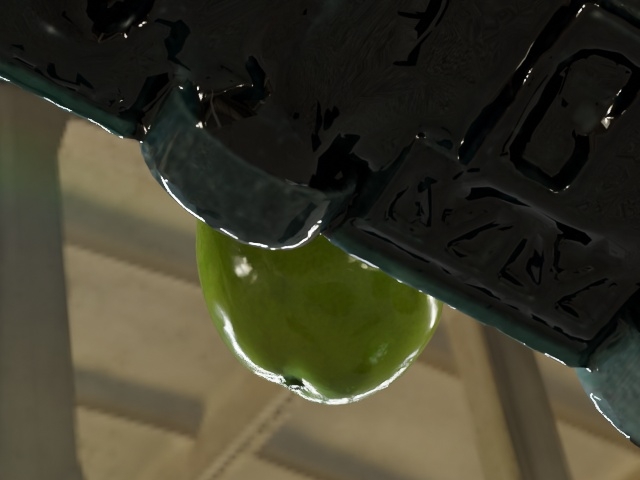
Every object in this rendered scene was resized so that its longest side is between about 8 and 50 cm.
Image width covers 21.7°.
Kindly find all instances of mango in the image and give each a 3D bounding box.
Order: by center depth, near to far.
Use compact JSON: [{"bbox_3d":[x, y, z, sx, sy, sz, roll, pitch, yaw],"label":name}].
[{"bbox_3d":[-0.006,0.003,0.819,0.117,0.163,0.089,-20,-23,-12],"label":"mango"}]

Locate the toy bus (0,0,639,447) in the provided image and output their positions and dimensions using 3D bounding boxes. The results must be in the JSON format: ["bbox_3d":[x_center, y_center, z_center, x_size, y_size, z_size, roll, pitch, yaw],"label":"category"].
[{"bbox_3d":[0.046,-0.058,0.397,0.256,0.147,0.128,27,-65,-16],"label":"toy bus"}]
